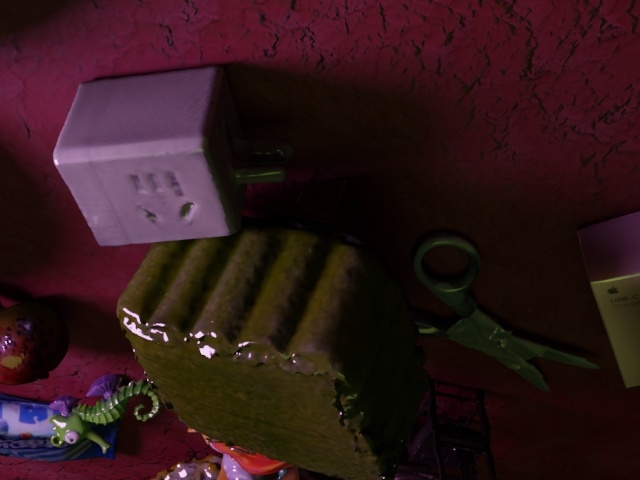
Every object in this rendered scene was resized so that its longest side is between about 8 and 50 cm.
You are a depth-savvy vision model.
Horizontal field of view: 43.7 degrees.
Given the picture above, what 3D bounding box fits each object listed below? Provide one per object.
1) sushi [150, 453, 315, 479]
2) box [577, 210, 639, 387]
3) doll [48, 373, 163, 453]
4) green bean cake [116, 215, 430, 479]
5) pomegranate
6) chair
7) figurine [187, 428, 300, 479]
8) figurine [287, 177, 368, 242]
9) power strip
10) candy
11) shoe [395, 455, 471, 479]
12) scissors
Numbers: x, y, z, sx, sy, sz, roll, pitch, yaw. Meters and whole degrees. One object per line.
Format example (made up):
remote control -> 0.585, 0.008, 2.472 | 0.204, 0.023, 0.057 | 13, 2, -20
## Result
sushi -> -0.128, 0.572, 1.377 | 0.351, 0.396, 0.240 | -6, 133, 1
box -> 0.461, 0.067, 1.019 | 0.203, 0.106, 0.251 | -15, 133, 20
doll -> -0.346, 0.278, 1.285 | 0.190, 0.050, 0.115 | -26, 102, -7
green bean cake -> -0.040, 0.124, 0.955 | 0.319, 0.218, 0.335 | 13, 147, 21
pomegranate -> -0.429, 0.129, 1.118 | 0.129, 0.129, 0.159 | -16, 125, 19
chair -> 0.201, 0.335, 1.222 | 0.106, 0.229, 0.113 | 12, 133, -9
figurine -> -0.102, 0.303, 1.260 | 0.208, 0.181, 0.257 | 29, 146, 32
figurine -> 0.000, 0.000, 0.995 | 0.098, 0.082, 0.154 | 4, 139, 18
power strip -> -0.144, -0.092, 0.853 | 0.224, 0.139, 0.140 | -5, 135, 9
candy -> -0.510, 0.318, 1.353 | 0.331, 0.077, 0.187 | 10, 138, -11
shoe -> 0.153, 0.467, 1.284 | 0.172, 0.198, 0.351 | 9, 175, -20
scissors -> 0.235, 0.131, 1.146 | 0.383, 0.029, 0.256 | 26, 131, -20
